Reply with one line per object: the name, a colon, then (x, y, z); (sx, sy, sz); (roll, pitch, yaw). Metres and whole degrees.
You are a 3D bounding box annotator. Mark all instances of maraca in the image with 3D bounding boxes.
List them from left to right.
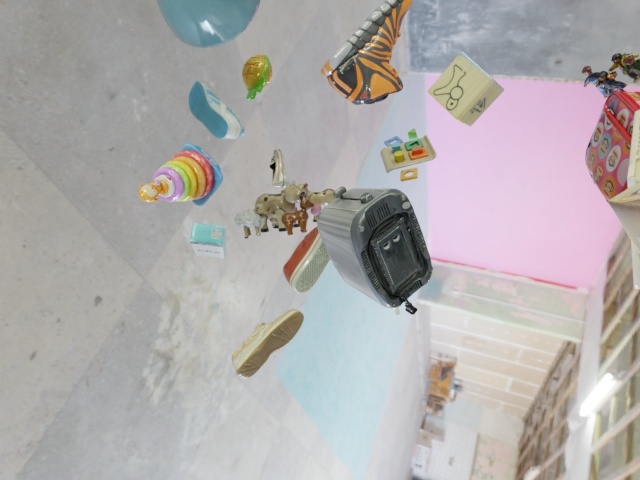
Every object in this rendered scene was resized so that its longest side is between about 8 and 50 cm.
maraca: (-0.219, -0.562, 1.619); (0.099, 0.127, 0.186); (22, 51, -34)

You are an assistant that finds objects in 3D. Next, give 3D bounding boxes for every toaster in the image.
toaster: (0.091, 0.012, 0.804); (0.129, 0.146, 0.227); (-36, 118, -18)

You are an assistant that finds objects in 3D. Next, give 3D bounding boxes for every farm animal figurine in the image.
farm animal figurine: (-0.101, -0.129, 1.671); (0.330, 0.326, 0.173); (-29, 111, -64)

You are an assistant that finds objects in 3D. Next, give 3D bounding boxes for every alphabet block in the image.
alphabet block: (0.587, -0.604, 1.896); (0.197, 0.192, 0.193); (-48, 156, 27)

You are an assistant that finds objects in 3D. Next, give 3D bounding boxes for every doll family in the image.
doll family: (0.791, -0.447, 1.265); (0.076, 0.111, 0.193); (-63, -167, -24)

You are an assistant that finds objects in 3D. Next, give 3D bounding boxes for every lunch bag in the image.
lunch bag: (0.778, -0.242, 1.161); (0.293, 0.120, 0.259); (-75, 171, -52)

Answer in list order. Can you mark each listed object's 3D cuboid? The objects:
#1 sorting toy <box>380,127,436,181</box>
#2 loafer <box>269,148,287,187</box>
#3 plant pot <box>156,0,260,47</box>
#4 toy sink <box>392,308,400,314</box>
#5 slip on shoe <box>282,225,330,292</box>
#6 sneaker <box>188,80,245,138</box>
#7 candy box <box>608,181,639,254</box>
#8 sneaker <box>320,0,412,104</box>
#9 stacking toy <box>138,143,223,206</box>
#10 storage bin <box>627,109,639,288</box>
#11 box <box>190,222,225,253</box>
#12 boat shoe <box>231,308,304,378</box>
sorting toy: (0.332, -0.344, 1.810); (0.348, 0.195, 0.047); (-95, 164, -52)
loafer: (-0.110, -0.184, 1.180); (0.045, 0.039, 0.125); (108, -25, -51)
plant pot: (-0.326, -0.698, 1.245); (0.195, 0.289, 0.291); (41, 62, -75)
toy sink: (0.291, 0.139, 1.775); (0.234, 0.131, 0.153); (68, 9, 27)
slip on shoe: (0.000, 0.000, 1.413); (0.331, 0.101, 0.123); (-54, 138, -2)
sneaker: (-0.316, -0.386, 1.413); (0.087, 0.229, 0.092); (-48, 158, 29)
candy box: (0.531, 0.064, 0.607); (0.317, 0.087, 0.183); (56, 9, -4)
sneaker: (0.155, -0.463, 1.179); (0.321, 0.180, 0.124); (-49, -166, -10)
stacking toy: (-0.450, -0.176, 1.431); (0.166, 0.175, 0.302); (-45, -179, 26)
storage bin: (0.671, -0.089, 0.899); (0.260, 0.123, 0.263); (-54, 130, -38)
box: (-0.360, 0.005, 1.529); (0.244, 0.100, 0.060); (131, -35, -74)
boat shoe: (-0.108, 0.189, 0.918); (0.170, 0.059, 0.063); (-42, 135, -8)
